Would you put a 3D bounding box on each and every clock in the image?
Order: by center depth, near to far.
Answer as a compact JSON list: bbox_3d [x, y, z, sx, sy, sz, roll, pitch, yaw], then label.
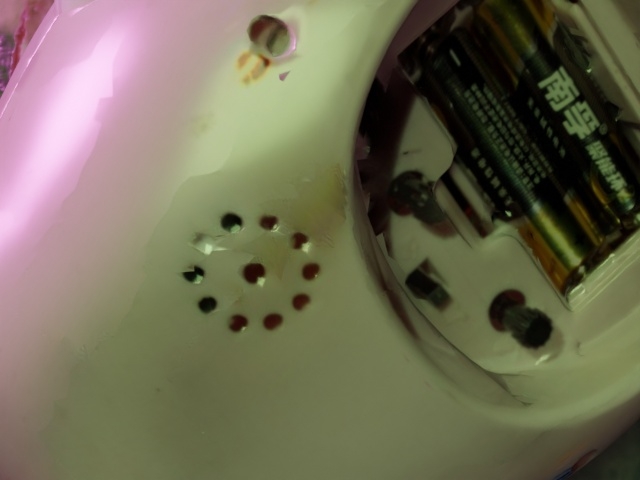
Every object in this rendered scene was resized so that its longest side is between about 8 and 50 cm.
[{"bbox_3d":[0.000,0.000,0.754,0.377,0.368,0.250,-43,26,-11],"label":"clock"}]
